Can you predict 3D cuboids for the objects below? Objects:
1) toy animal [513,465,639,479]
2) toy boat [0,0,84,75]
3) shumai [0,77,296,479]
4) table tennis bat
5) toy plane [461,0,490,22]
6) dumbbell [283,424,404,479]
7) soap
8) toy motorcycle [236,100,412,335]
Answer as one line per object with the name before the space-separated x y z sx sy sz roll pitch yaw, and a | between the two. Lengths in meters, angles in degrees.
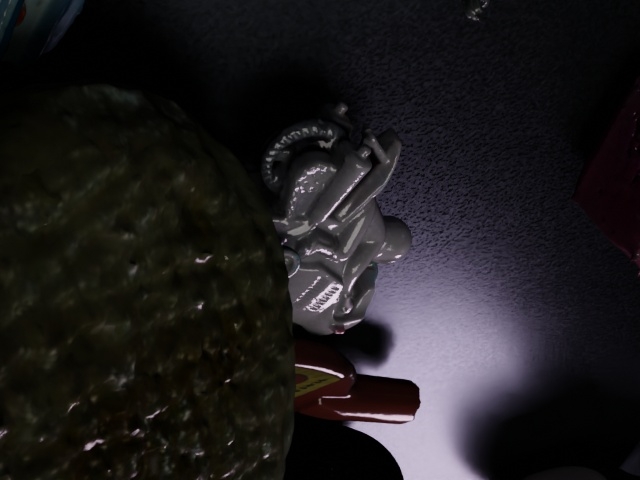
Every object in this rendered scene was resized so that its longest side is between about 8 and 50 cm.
toy animal | 0.388 0.431 1.279 0.266 0.212 0.212 7 132 -36
toy boat | -0.225 -0.113 0.550 0.238 0.109 0.098 -52 155 24
shumai | -0.216 0.101 0.583 0.323 0.398 0.324 1 176 34
table tennis bat | -0.068 0.147 0.873 0.414 0.051 0.268 12 151 -37
toy plane | 0.063 -0.212 0.583 0.226 0.058 0.226 -22 141 26
dumbbell | 0.007 0.344 1.076 0.152 0.152 0.218 -4 136 -17
soap | 0.401 -0.049 0.835 0.324 0.127 0.220 0 135 -23
toy motorcycle | 0.000 0.000 0.750 0.170 0.110 0.260 -4 137 -26
